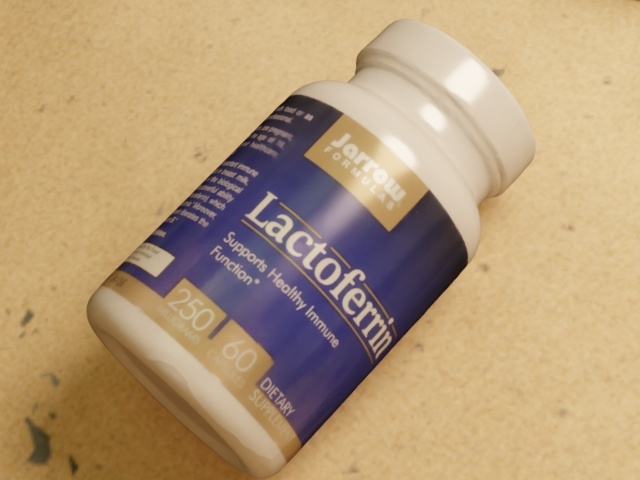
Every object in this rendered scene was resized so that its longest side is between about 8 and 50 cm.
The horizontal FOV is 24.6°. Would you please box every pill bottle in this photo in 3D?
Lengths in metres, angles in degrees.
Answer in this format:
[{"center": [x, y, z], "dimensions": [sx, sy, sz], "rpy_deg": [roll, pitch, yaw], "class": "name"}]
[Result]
[{"center": [0.000, 0.000, 0.885], "dimensions": [0.153, 0.153, 0.265], "rpy_deg": [36, 75, 27], "class": "pill bottle"}]
